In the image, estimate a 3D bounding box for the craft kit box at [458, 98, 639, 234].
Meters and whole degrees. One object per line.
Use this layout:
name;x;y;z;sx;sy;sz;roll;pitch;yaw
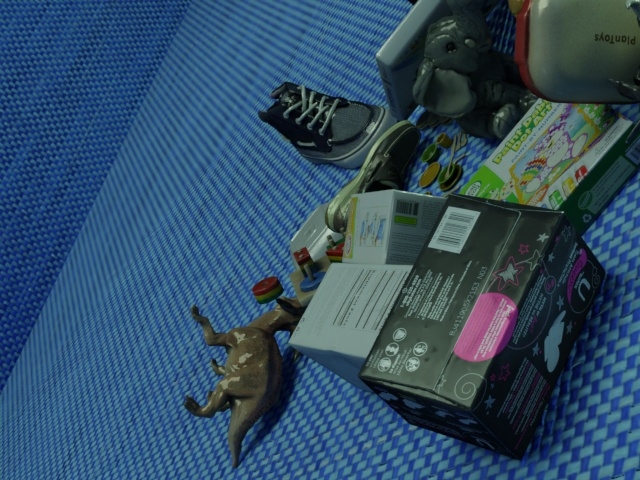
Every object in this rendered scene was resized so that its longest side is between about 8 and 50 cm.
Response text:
craft kit box;0.291;-0.080;1.580;0.250;0.061;0.247;-51;19;11

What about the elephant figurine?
elephant figurine;0.207;-0.259;1.760;0.186;0.239;0.169;-49;22;14

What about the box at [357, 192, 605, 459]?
box;0.183;0.094;1.368;0.163;0.142;0.247;12;66;41

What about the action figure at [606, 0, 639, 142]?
action figure;0.427;-0.237;1.389;0.164;0.141;0.276;22;70;36

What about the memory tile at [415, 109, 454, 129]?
memory tile;0.218;-0.250;2.038;0.148;0.012;0.113;-61;22;-17

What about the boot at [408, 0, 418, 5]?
boot;0.135;-0.506;2.328;0.090;0.207;0.248;-18;40;48

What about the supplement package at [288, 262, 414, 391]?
supplement package;0.089;0.120;1.590;0.134;0.139;0.244;-61;23;-13

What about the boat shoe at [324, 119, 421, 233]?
boat shoe;0.100;-0.095;1.985;0.073;0.080;0.223;30;77;43

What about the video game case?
video game case;0.211;-0.362;1.945;0.329;0.036;0.300;-51;-13;-4

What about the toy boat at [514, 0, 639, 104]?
toy boat;0.327;-0.245;1.510;0.151;0.231;0.151;-163;73;-64

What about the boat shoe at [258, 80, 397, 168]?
boat shoe;0.000;-0.222;2.256;0.127;0.158;0.340;-61;22;-14

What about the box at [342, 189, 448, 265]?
box;0.114;-0.009;1.688;0.203;0.114;0.103;-179;97;-75

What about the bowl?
bowl;0.000;0.000;2.077;0.142;0.053;0.142;-51;23;13

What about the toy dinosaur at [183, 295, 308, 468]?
toy dinosaur;-0.096;0.199;1.915;0.200;0.127;0.296;-6;61;17

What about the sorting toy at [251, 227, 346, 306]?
sorting toy;0.021;0.028;1.848;0.274;0.046;0.132;-27;18;0

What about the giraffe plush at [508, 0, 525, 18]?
giraffe plush;0.340;-0.354;1.744;0.181;0.210;0.170;-42;1;-15

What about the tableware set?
tableware set;0.182;-0.112;1.896;0.104;0.024;0.154;-37;28;39
